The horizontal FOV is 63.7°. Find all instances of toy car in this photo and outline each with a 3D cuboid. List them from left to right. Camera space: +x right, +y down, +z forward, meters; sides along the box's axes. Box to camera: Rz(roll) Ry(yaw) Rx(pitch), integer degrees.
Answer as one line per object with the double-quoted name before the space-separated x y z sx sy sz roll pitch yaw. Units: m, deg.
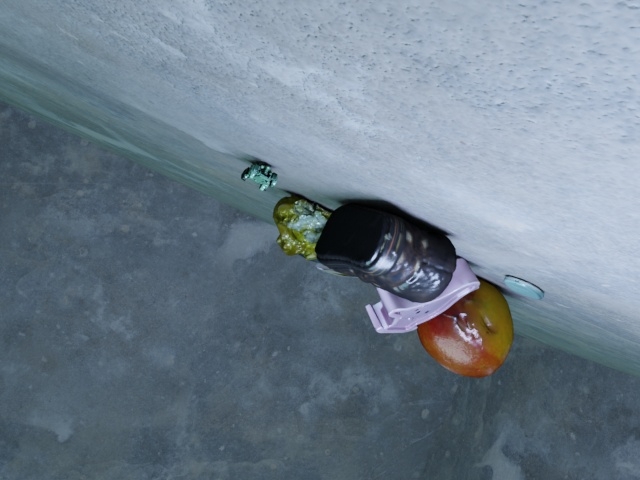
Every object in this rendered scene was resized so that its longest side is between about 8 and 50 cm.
"toy car" -0.147 -0.160 1.253 0.073 0.054 0.143 27 174 -16

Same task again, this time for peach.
"peach" 0.446 0.252 1.614 0.289 0.373 0.372 -14 163 17

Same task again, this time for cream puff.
"cream puff" -0.050 -0.032 1.559 0.221 0.195 0.194 27 176 -6

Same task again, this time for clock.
"clock" 0.252 0.145 1.337 0.290 0.275 0.080 9 -131 -52

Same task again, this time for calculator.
"calculator" 0.525 0.123 1.328 0.095 0.021 0.153 21 172 38

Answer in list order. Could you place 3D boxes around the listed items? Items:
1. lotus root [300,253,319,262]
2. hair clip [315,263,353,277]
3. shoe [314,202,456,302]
"lotus root" 0.000 -0.003 1.818 0.349 0.175 0.175 14 171 44
"hair clip" 0.131 0.061 1.983 0.282 0.173 0.113 12 168 -2
"shoe" 0.148 0.028 1.199 0.237 0.171 0.384 25 173 -21
